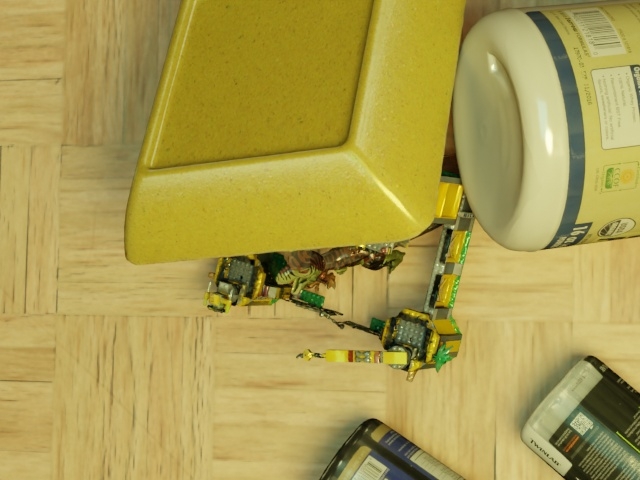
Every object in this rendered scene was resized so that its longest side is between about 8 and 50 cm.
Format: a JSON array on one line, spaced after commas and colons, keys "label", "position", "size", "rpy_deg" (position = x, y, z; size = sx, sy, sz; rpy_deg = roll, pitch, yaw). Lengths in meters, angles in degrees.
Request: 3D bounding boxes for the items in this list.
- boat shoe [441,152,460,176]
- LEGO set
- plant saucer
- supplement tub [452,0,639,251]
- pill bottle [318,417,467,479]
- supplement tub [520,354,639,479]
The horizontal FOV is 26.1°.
[{"label": "boat shoe", "position": [0.163, -0.065, 1.479], "size": [0.178, 0.064, 0.060], "rpy_deg": [10, 55, 24]}, {"label": "LEGO set", "position": [0.000, 0.000, 1.407], "size": [0.331, 0.192, 0.255], "rpy_deg": [27, 102, 28]}, {"label": "plant saucer", "position": [-0.038, -0.150, 1.334], "size": [0.332, 0.081, 0.333], "rpy_deg": [-6, 58, 28]}, {"label": "supplement tub", "position": [0.304, -0.117, 1.304], "size": [0.316, 0.228, 0.228], "rpy_deg": [-7, 83, -12]}, {"label": "pill bottle", "position": [0.108, 0.291, 1.429], "size": [0.219, 0.123, 0.123], "rpy_deg": [34, 95, 16]}, {"label": "supplement tub", "position": [0.305, 0.216, 1.383], "size": [0.190, 0.117, 0.117], "rpy_deg": [42, 97, 15]}]
